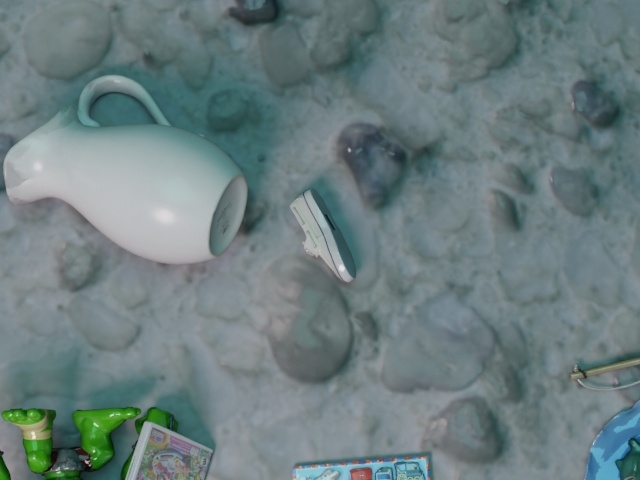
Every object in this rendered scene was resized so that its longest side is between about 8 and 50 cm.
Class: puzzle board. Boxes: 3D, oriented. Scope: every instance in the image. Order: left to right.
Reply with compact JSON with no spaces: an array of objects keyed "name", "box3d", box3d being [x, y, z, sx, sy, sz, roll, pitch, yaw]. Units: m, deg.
[{"name":"puzzle board","box3d":[0.041,0.250,1.275,0.128,0.011,0.096,-5,73,-2]}]

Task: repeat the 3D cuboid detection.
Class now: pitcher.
[{"name":"pitcher","box3d":[-0.167,-0.074,1.323,0.207,0.125,0.178,19,58,16]}]

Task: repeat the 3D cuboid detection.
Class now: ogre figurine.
[{"name":"ogre figurine","box3d":[-0.223,0.208,1.240,0.197,0.096,0.118,6,78,-46]}]

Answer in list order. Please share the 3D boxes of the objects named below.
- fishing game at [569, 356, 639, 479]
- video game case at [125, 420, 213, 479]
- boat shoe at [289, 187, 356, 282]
[{"name":"fishing game","box3d":[0.338,0.225,1.273,0.189,0.041,0.264,-9,74,-1]},{"name":"video game case","box3d":[-0.144,0.232,1.244,0.011,0.087,0.122,3,68,40]},{"name":"boat shoe","box3d":[0.000,0.000,1.342,0.035,0.035,0.100,-31,78,18]}]
